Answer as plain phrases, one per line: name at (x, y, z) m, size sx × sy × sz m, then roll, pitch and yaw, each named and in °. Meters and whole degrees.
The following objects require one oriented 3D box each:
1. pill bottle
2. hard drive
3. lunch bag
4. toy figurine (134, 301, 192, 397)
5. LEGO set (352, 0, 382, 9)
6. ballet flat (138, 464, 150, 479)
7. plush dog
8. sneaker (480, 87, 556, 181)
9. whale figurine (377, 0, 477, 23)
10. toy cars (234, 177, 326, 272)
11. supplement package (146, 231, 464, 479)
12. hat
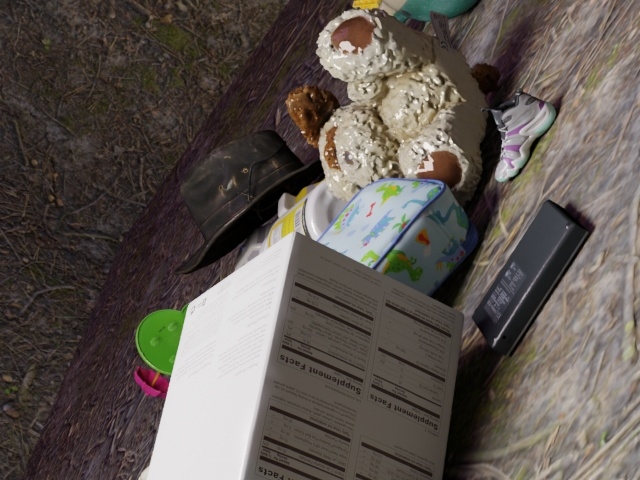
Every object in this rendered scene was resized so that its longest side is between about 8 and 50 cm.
pill bottle at (0.000, 0.000, 1.964) m, size 0.208 × 0.119 × 0.119 m, roll -37°, pitch 27°, yaw 61°
hard drive at (0.190, 0.032, 1.370) m, size 0.135 × 0.022 × 0.094 m, roll -59°, pitch 12°, yaw 10°
lunch bag at (0.051, 0.029, 1.598) m, size 0.219 × 0.090 × 0.176 m, roll -48°, pitch 25°, yaw -22°
toy figurine at (-0.261, 0.203, 2.604) m, size 0.173 × 0.130 × 0.159 m, roll -43°, pitch -11°, yaw -38°
LEGO set at (0.136, -0.348, 2.329) m, size 0.132 × 0.107 × 0.287 m, roll 28°, pitch 83°, yaw 43°
ballet flat at (-0.222, 0.355, 2.094) m, size 0.086 × 0.086 × 0.248 m, roll -55°, pitch 9°, yaw 22°
plush dog at (0.086, -0.129, 1.774) m, size 0.225 × 0.262 × 0.210 m, roll -39°, pitch -10°, yaw 36°
sneaker at (0.194, -0.115, 1.571) m, size 0.098 × 0.069 × 0.038 m, roll -58°, pitch 12°, yaw 11°
whale figurine at (0.164, -0.386, 2.149) m, size 0.216 × 0.141 × 0.272 m, roll -60°, pitch 5°, yaw -4°
toy cars at (-0.061, -0.004, 2.279) m, size 0.393 × 0.087 × 0.176 m, roll -37°, pitch 27°, yaw 61°
supplement package at (-0.018, 0.173, 1.353) m, size 0.199 × 0.198 × 0.263 m, roll -34°, pitch 37°, yaw 50°
hat at (-0.129, -0.086, 2.354) m, size 0.331 × 0.134 × 0.331 m, roll -39°, pitch -1°, yaw -1°
